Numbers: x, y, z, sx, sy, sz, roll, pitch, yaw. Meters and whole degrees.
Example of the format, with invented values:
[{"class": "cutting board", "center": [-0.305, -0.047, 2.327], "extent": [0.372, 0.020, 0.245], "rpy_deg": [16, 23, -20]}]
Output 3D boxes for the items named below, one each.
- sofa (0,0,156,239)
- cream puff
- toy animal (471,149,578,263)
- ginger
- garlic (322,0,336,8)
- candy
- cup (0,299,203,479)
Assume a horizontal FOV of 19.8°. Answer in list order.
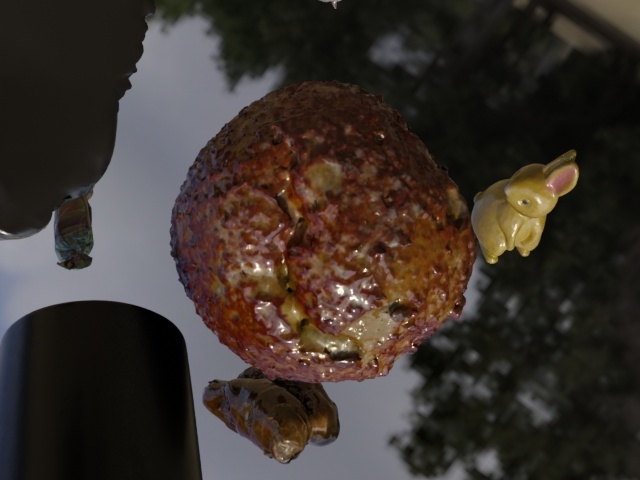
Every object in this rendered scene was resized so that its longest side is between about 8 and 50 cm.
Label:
[{"class": "sofa", "center": [-0.214, -0.127, 1.073], "extent": [0.182, 0.258, 0.200], "rpy_deg": [-2, 180, -24]}, {"class": "cream puff", "center": [0.000, 0.001, 1.413], "extent": [0.240, 0.240, 0.164], "rpy_deg": [34, -175, -6]}, {"class": "toy animal", "center": [0.210, -0.048, 1.870], "extent": [0.070, 0.159, 0.083], "rpy_deg": [-12, -112, -29]}, {"class": "ginger", "center": [-0.041, 0.157, 1.804], "extent": [0.103, 0.073, 0.162], "rpy_deg": [-14, -155, -33]}, {"class": "garlic", "center": [-0.042, -0.365, 1.860], "extent": [0.325, 0.132, 0.279], "rpy_deg": [42, -167, -25]}, {"class": "candy", "center": [-0.247, -0.015, 1.846], "extent": [0.175, 0.045, 0.043], "rpy_deg": [-106, -2, -61]}, {"class": "cup", "center": [-0.183, 0.171, 1.363], "extent": [0.166, 0.239, 0.177], "rpy_deg": [11, -126, -24]}]
